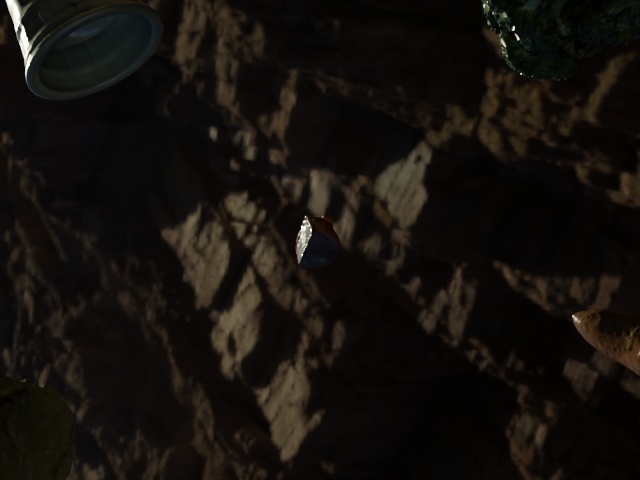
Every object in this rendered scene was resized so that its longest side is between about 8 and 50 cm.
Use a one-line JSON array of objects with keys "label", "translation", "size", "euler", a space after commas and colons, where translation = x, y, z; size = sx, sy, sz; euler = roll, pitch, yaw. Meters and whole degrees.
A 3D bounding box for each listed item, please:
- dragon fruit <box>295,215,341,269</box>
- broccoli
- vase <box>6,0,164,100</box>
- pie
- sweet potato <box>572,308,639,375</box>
[{"label": "dragon fruit", "translation": [0.000, 0.000, 1.552], "size": [0.060, 0.083, 0.056], "euler": [9, -142, -13]}, {"label": "broccoli", "translation": [0.330, -0.348, 1.313], "size": [0.307, 0.308, 0.275], "euler": [-12, -165, -38]}, {"label": "vase", "translation": [-0.282, -0.299, 1.028], "size": [0.143, 0.143, 0.299], "euler": [-17, -109, -43]}, {"label": "pie", "translation": [-0.309, 0.209, 0.903], "size": [0.089, 0.201, 0.248], "euler": [11, -152, 31]}, {"label": "sweet potato", "translation": [0.420, 0.150, 1.111], "size": [0.341, 0.114, 0.092], "euler": [44, 176, 37]}]
